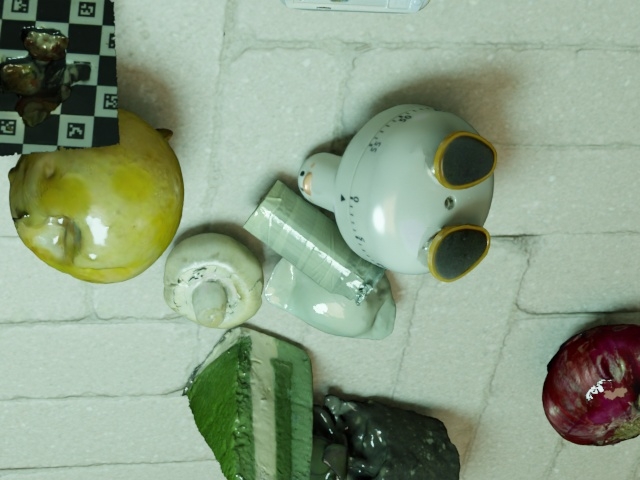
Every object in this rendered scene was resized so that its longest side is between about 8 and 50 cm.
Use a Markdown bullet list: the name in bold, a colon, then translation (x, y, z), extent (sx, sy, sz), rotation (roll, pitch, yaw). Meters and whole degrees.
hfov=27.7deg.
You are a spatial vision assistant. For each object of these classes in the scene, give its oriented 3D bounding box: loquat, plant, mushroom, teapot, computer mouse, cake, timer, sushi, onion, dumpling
- **loquat**: translation (-0.276, -0.065, 1.652), extent (0.244, 0.244, 0.243), rotation (-6, 132, -7)
- **plant**: translation (0.079, 0.373, 2.136), extent (0.276, 0.188, 0.199), rotation (7, 128, -18)
- **mushroom**: translation (-0.155, 0.064, 1.861), extent (0.154, 0.122, 0.154), rotation (0, 134, 0)
- **teapot**: translation (0.000, 0.000, 1.827), extent (0.200, 0.107, 0.077), rotation (38, 128, -3)
- **computer mouse**: translation (0.044, -0.326, 1.608), extent (0.199, 0.044, 0.102), rotation (-1, 132, -12)
- **cake**: translation (-0.080, 0.264, 1.960), extent (0.158, 0.283, 0.172), rotation (21, 107, -27)
- **timer**: translation (0.112, -0.073, 1.771), extent (0.234, 0.240, 0.233), rotation (-14, 113, -34)
- **sushi**: translation (-0.336, -0.197, 1.567), extent (0.193, 0.210, 0.040), rotation (-6, 164, -6)
- **onion**: translation (0.473, 0.227, 2.095), extent (0.246, 0.190, 0.246), rotation (-11, 153, -5)
- **dumpling**: translation (0.028, 0.063, 1.915), extent (0.229, 0.124, 0.151), rotation (25, 86, -34)
